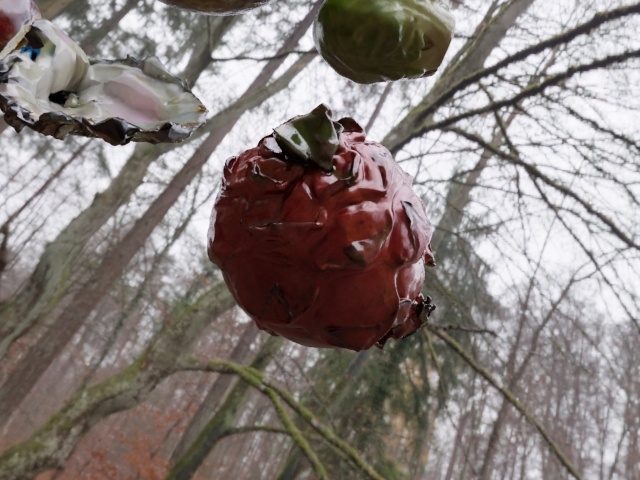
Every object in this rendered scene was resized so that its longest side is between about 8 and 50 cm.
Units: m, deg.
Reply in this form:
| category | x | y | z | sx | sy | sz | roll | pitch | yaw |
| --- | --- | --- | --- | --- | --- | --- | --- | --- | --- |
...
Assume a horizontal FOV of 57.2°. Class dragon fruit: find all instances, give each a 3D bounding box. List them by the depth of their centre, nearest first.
| category | x | y | z | sx | sy | sz | roll | pitch | yaw |
| --- | --- | --- | --- | --- | --- | --- | --- | --- | --- |
| dragon fruit | 0.000 | 0.000 | 0.466 | 0.173 | 0.172 | 0.209 | -9 | -61 | 40 |

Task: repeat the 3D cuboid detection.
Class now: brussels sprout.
| category | x | y | z | sx | sy | sz | roll | pitch | yaw |
| --- | --- | --- | --- | --- | --- | --- | --- | --- | --- |
| brussels sprout | 0.082 | -0.280 | 0.781 | 0.181 | 0.143 | 0.161 | 13 | -12 | -13 |

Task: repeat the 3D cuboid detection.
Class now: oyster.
| category | x | y | z | sx | sy | sz | roll | pitch | yaw |
| --- | --- | --- | --- | --- | --- | --- | --- | --- | --- |
| oyster | -0.229 | -0.147 | 0.590 | 0.259 | 0.198 | 0.092 | 46 | -56 | 37 |

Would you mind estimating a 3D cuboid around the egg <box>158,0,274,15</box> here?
| category | x | y | z | sx | sy | sz | roll | pitch | yaw |
| --- | --- | --- | --- | --- | --- | --- | --- | --- | --- |
| egg | -0.140 | -0.418 | 0.774 | 0.290 | 0.238 | 0.238 | -18 | -48 | 16 |

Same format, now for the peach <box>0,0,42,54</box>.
| category | x | y | z | sx | sy | sz | roll | pitch | yaw |
| --- | --- | --- | --- | --- | --- | --- | --- | --- | --- |
| peach | -0.656 | -0.383 | 1.064 | 0.275 | 0.248 | 0.245 | -33 | -35 | 4 |
